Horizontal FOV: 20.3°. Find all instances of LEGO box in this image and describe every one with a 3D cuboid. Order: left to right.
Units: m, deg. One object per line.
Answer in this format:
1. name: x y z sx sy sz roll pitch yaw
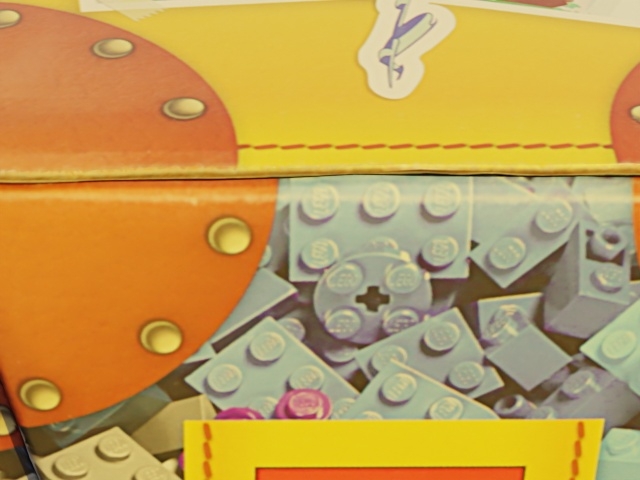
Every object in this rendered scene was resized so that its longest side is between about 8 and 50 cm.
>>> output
1. LEGO box: 0.000 0.000 0.610 0.193 0.372 0.500 0 35 -4
